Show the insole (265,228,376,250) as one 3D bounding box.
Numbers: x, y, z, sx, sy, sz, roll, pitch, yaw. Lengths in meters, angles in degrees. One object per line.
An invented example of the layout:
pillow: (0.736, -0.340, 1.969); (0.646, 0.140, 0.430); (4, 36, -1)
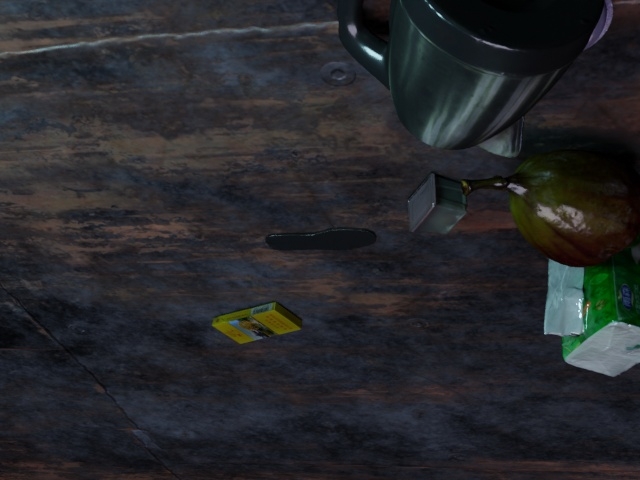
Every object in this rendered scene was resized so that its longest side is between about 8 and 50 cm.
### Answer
insole: (0.000, 0.000, 1.626); (0.188, 0.004, 0.064); (-3, 147, 15)

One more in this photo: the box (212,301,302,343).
box: (-0.121, 0.158, 1.887); (0.155, 0.023, 0.087); (-17, 144, 33)

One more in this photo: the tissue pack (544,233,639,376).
tissue pack: (0.404, 0.065, 1.459); (0.156, 0.209, 0.148); (16, 147, -14)

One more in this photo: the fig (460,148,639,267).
fig: (0.305, -0.056, 1.333); (0.274, 0.145, 0.170); (13, 145, -28)

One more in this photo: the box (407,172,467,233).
box: (0.174, -0.050, 1.463); (0.063, 0.060, 0.084); (11, 147, -16)

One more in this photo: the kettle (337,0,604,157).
kettle: (0.141, -0.205, 1.081); (0.251, 0.207, 0.271); (9, 150, -5)

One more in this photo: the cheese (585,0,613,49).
cheese: (0.283, -0.267, 1.107); (0.105, 0.042, 0.191); (10, 143, -6)
